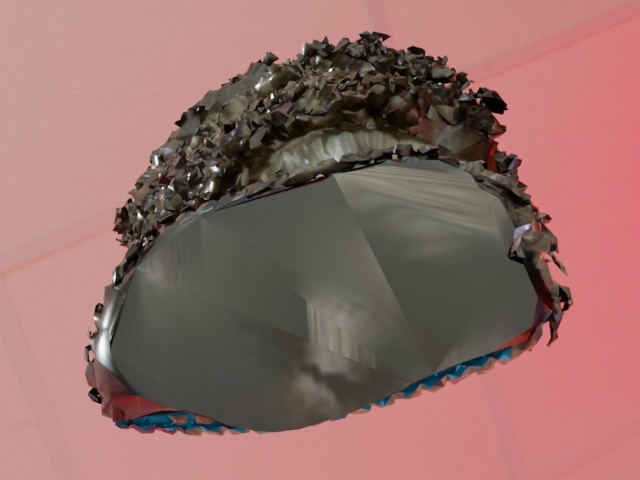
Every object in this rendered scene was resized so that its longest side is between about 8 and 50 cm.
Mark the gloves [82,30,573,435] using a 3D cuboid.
[{"bbox_3d":[-0.007,-0.003,0.587,0.210,0.312,0.135,-38,-75,15],"label":"gloves"}]
